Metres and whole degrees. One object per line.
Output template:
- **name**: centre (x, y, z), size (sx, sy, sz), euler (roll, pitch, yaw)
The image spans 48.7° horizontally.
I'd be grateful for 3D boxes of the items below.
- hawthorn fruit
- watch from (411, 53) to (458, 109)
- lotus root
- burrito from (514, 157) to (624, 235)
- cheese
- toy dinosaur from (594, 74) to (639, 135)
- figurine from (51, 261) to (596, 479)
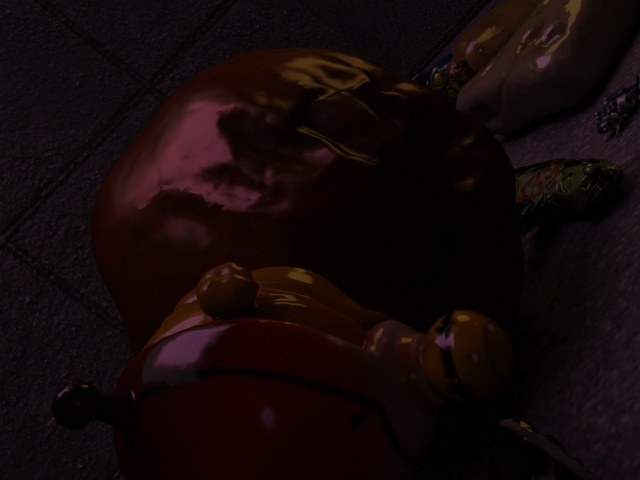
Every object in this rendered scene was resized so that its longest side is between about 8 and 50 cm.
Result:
- **hawthorn fruit**: centre (0.000, 0.000, 0.777), size (0.472, 0.472, 0.472), euler (-51, 7, 8)
- **watch**: centre (0.281, -0.334, 1.657), size (0.305, 0.241, 0.274), euler (-47, -5, 37)
- **lotus root**: centre (0.398, -0.404, 1.432), size (0.343, 0.151, 0.169), euler (-37, -15, -20)
- **burrito**: centre (0.267, -0.050, 0.862), size (0.104, 0.054, 0.288), euler (-53, 7, -5)
- **cheese**: centre (0.397, -0.339, 1.199), size (0.328, 0.130, 0.351), euler (-55, 9, -9)
- **toy dinosaur**: centre (0.372, -0.166, 0.877), size (0.083, 0.030, 0.047), euler (-55, 8, -15)
- **figurine**: centre (-0.007, 0.149, 0.496), size (0.320, 0.323, 0.196), euler (-48, 7, 37)
